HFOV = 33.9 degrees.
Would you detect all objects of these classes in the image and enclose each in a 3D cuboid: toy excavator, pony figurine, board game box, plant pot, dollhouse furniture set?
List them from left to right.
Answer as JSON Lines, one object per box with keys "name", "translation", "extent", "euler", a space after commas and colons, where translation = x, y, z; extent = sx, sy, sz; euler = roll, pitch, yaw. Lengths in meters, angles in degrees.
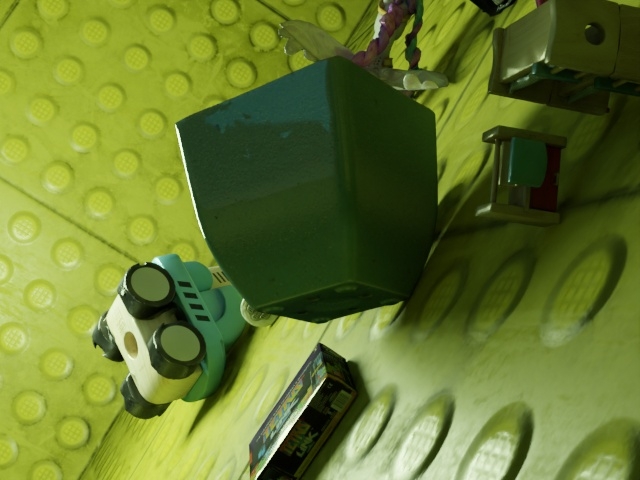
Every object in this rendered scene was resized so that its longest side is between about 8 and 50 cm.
{"name": "toy excavator", "translation": [-0.249, 0.119, 2.218], "extent": [0.445, 0.433, 0.222], "euler": [-10, -31, -39]}
{"name": "board game box", "translation": [-0.026, 0.224, 1.309], "extent": [0.170, 0.048, 0.141], "euler": [-56, 11, 6]}
{"name": "plant pot", "translation": [0.000, -0.037, 1.292], "extent": [0.248, 0.247, 0.252], "euler": [-17, 71, 30]}
{"name": "pony figurine", "translation": [0.073, -0.284, 1.908], "extent": [0.351, 0.303, 0.363], "euler": [-58, -10, -63]}
{"name": "dollhouse furniture set", "translation": [0.234, -0.110, 0.960], "extent": [0.129, 0.129, 0.183], "euler": [161, 116, -74]}

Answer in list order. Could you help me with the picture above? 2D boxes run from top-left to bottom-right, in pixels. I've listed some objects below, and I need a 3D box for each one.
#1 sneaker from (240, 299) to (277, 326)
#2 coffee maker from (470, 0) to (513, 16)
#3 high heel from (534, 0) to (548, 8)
{"name": "sneaker", "translation": [-0.072, 0.047, 1.979], "extent": [0.232, 0.090, 0.115], "euler": [-53, 7, 17]}
{"name": "coffee maker", "translation": [0.243, -0.460, 1.753], "extent": [0.120, 0.178, 0.171], "euler": [-61, 11, -27]}
{"name": "high heel", "translation": [0.352, -0.381, 1.369], "extent": [0.117, 0.082, 0.244], "euler": [0, 60, 36]}
